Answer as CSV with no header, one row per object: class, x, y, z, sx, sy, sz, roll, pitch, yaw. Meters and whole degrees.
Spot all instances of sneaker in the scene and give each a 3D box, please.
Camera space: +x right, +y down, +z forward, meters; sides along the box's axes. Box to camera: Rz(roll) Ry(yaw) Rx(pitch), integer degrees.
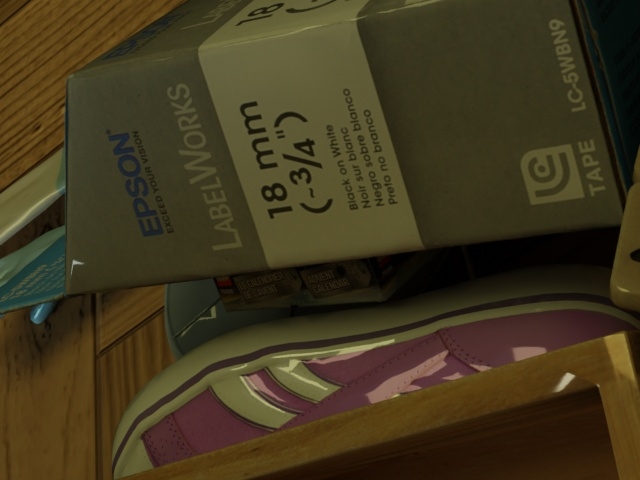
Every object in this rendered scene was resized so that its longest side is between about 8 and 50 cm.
sneaker,0.008,0.116,0.674,0.282,0.102,0.161,-21,45,35

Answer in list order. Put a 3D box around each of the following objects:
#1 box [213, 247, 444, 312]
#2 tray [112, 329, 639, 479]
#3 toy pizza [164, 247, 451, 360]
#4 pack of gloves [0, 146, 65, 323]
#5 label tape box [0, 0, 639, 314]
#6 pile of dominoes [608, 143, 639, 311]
box,0.025,-0.012,0.738,0.094,0.027,0.137,-7,22,40
tray,-0.026,0.184,0.590,0.411,0.076,0.203,-21,73,37
toy pizza,0.000,0.000,0.855,0.201,0.032,0.201,-26,42,26
pack of gloves,-0.145,-0.022,1.054,0.232,0.046,0.195,-35,24,14
label tape box,0.005,-0.078,0.733,0.333,0.106,0.240,-9,21,30
pile of dominoes,0.210,-0.047,0.537,0.195,0.040,0.251,8,42,14
